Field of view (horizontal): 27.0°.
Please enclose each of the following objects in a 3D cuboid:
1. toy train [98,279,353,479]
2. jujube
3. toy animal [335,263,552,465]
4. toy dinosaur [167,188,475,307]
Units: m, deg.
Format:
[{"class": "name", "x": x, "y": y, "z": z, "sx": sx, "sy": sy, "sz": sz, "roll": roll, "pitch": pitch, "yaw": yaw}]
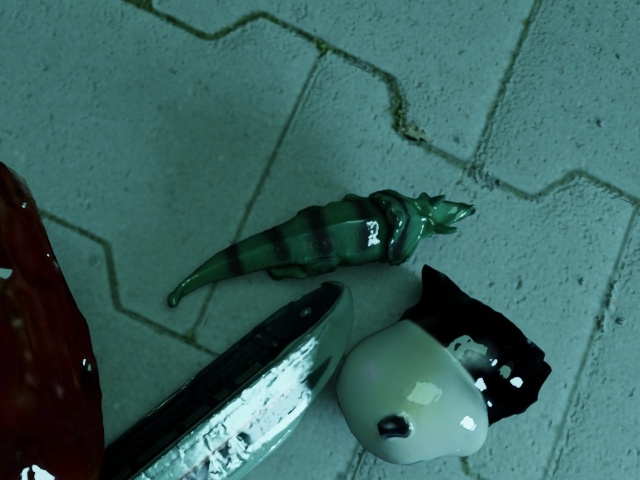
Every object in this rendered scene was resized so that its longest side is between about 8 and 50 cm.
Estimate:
[{"class": "toy train", "x": -0.112, "y": 0.186, "z": 1.155, "sx": 0.407, "sy": 0.086, "sz": 0.088, "roll": -38, "pitch": 115, "yaw": -20}, {"class": "jujube", "x": -0.307, "y": 0.094, "z": 1.051, "sx": 0.258, "sy": 0.258, "sz": 0.376, "roll": -6, "pitch": 70, "yaw": -15}, {"class": "toy animal", "x": 0.097, "y": 0.123, "z": 1.206, "sx": 0.179, "sy": 0.166, "sz": 0.138, "roll": -39, "pitch": 120, "yaw": -22}, {"class": "toy dinosaur", "x": 0.002, "y": 0.000, "z": 1.252, "sx": 0.292, "sy": 0.120, "sz": 0.079, "roll": -14, "pitch": 89, "yaw": 7}]
